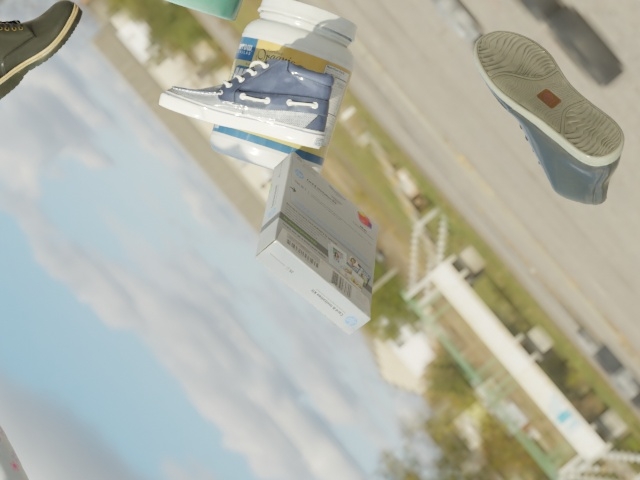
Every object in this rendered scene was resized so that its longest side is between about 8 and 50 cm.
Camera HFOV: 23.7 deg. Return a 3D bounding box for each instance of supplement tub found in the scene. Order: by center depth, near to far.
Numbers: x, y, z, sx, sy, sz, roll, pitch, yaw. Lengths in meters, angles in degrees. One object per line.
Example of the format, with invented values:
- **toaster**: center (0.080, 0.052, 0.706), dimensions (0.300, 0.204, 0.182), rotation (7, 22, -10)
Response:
- **supplement tub**: center (-0.042, -0.186, 1.865), dimensions (0.144, 0.200, 0.144), rotation (17, -179, 0)

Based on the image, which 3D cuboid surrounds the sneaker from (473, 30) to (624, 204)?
- **sneaker**: center (0.248, -0.134, 1.731), dimensions (0.222, 0.083, 0.118), rotation (50, 162, 26)

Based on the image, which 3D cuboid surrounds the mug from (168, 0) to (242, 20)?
- **mug**: center (-0.117, -0.239, 1.183), dimensions (0.129, 0.097, 0.158), rotation (13, -170, -29)

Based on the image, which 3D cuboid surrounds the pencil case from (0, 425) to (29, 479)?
- **pencil case**: center (-0.457, 0.304, 2.002), dimensions (0.273, 0.113, 0.124), rotation (60, -163, 14)

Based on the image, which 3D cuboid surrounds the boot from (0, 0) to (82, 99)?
- **boot**: center (-0.441, -0.300, 2.125), dimensions (0.077, 0.198, 0.137), rotation (19, 152, 55)

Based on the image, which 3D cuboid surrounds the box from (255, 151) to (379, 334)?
- **box**: center (0.000, 0.000, 1.714), dimensions (0.145, 0.038, 0.186), rotation (40, -150, -21)

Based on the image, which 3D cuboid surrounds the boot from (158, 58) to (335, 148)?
- **boot**: center (-0.079, -0.164, 1.682), dimensions (0.190, 0.086, 0.069), rotation (14, -176, 5)
